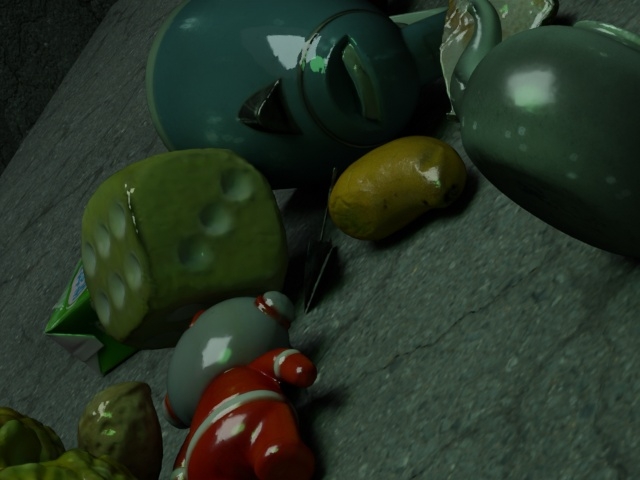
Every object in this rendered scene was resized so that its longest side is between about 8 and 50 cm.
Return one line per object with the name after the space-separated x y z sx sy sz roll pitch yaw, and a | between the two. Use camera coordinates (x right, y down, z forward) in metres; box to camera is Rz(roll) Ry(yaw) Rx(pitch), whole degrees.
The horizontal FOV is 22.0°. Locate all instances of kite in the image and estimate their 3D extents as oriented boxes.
0.001 0.000 1.674 0.137 0.005 0.152 14 -90 -81 | kite

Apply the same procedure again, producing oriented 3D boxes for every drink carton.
-0.217 0.034 2.064 0.271 0.108 0.161 -35 23 38 | drink carton

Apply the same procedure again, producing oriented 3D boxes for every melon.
0.177 -0.211 1.644 0.139 0.093 0.202 -24 35 39 | melon

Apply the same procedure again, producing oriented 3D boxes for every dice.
-0.146 0.010 1.738 0.169 0.169 0.166 -48 57 53 | dice

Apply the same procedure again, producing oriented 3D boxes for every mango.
0.074 -0.053 1.594 0.190 0.075 0.098 -20 49 54 | mango

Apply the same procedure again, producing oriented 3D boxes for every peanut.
-0.189 0.225 1.538 0.099 0.099 0.214 -86 9 -61 | peanut

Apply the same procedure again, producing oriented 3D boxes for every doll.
-0.078 0.149 1.528 0.200 0.105 0.336 -49 25 14 | doll

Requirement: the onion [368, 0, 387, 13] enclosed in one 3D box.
-0.044 -0.311 2.110 0.276 0.276 0.276 -44 19 19 | onion

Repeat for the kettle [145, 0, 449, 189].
0.013 -0.191 1.816 0.319 0.247 0.342 -29 16 -24 | kettle

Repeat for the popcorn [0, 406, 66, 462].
-0.401 0.266 1.895 0.200 0.203 0.226 -49 26 25 | popcorn

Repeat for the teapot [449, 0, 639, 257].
0.195 -0.076 1.150 0.294 0.193 0.129 26 83 34 | teapot

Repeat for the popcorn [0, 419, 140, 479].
-0.234 0.308 1.394 0.276 0.276 0.225 -49 56 5 | popcorn
